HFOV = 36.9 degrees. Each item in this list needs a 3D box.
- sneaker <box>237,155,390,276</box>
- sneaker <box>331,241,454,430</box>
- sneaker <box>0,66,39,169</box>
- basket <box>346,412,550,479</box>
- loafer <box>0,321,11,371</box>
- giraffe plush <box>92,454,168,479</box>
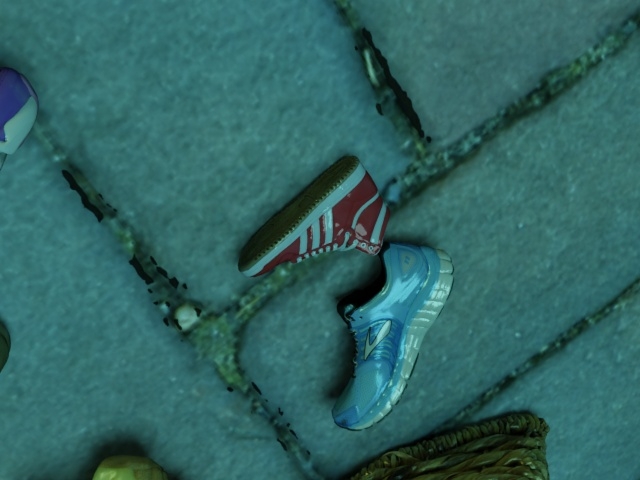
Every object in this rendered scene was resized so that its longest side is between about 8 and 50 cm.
[{"bbox_3d":[0.000,0.000,0.704,0.118,0.042,0.067,-41,118,-3],"label":"sneaker"},{"bbox_3d":[0.041,0.071,0.754,0.073,0.063,0.162,21,100,-10],"label":"sneaker"},{"bbox_3d":[-0.279,-0.046,0.546,0.236,0.095,0.104,-30,113,-6],"label":"sneaker"},{"bbox_3d":[0.096,0.328,0.861,0.213,0.223,0.299,0,117,14],"label":"basket"},{"bbox_3d":[-0.278,0.088,0.626,0.148,0.050,0.056,-18,118,-14],"label":"loafer"},{"bbox_3d":[-0.123,0.282,0.669,0.210,0.170,0.181,-52,137,-21],"label":"giraffe plush"}]
